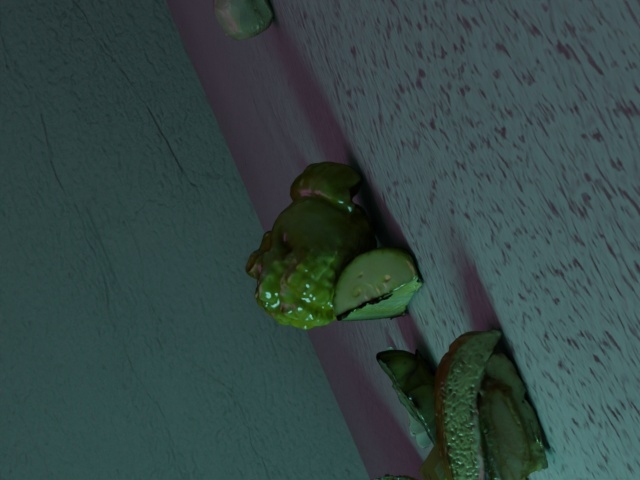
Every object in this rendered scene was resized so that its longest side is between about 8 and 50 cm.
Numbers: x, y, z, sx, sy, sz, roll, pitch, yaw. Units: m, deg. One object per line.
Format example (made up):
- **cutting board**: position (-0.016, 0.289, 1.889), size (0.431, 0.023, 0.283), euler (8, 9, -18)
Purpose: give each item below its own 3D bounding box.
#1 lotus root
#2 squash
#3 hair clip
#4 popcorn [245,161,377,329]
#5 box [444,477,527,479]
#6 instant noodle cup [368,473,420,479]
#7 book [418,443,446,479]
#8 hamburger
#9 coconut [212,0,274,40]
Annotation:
- **lotus root**: position (0.177, 0.263, 1.888), size (0.183, 0.078, 0.203), euler (58, 177, -8)
- **squash**: position (0.135, 0.065, 1.803), size (0.252, 0.169, 0.093), euler (5, -120, -60)
- **hair clip**: position (0.175, 0.321, 2.207), size (0.072, 0.034, 0.226), euler (-157, 45, -80)
- **popcorn**: position (0.002, 0.023, 1.840), size (0.174, 0.285, 0.225), euler (15, 161, 30)
- **box**: position (0.269, 0.438, 1.687), size (0.335, 0.047, 0.187), euler (104, 144, -61)
- **instant noodle cup**: position (0.186, 0.740, 2.441), size (0.339, 0.340, 0.266), euler (61, -179, 37)
- **book**: position (0.233, 0.410, 1.888), size (0.118, 0.012, 0.172), euler (61, 145, 35)
- **hamburger**: position (0.197, 0.219, 1.404), size (0.155, 0.135, 0.207), euler (-151, 41, -75)
- **coconut**: position (-0.145, -0.440, 1.966), size (0.124, 0.110, 0.110), euler (67, 173, -21)
